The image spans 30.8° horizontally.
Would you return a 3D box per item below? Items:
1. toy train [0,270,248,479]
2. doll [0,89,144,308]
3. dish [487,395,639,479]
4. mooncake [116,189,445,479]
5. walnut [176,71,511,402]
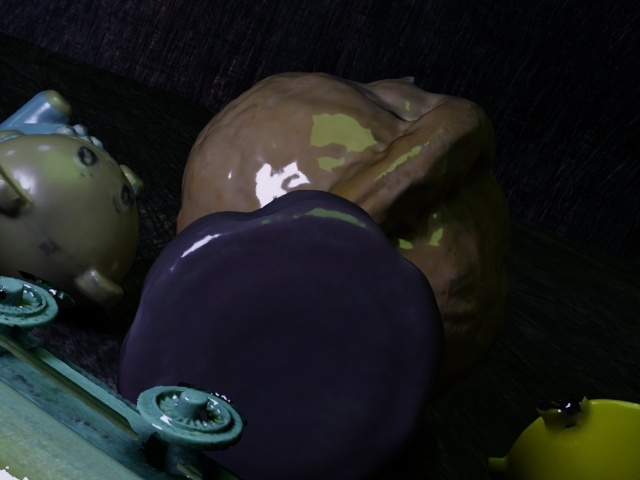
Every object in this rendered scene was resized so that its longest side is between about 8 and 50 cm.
[{"bbox_3d":[-0.181,0.115,0.707,0.307,0.126,0.189,29,13,25],"label":"toy train"},{"bbox_3d":[-0.265,-0.035,1.142,0.177,0.161,0.261,50,-1,-23],"label":"doll"},{"bbox_3d":[0.277,0.241,0.979,0.262,0.221,0.108,19,51,-6],"label":"dish"},{"bbox_3d":[-0.030,0.082,0.871,0.245,0.245,0.133,21,8,-10],"label":"mooncake"},{"bbox_3d":[0.028,0.006,1.133,0.383,0.384,0.383,22,11,-5],"label":"walnut"}]
